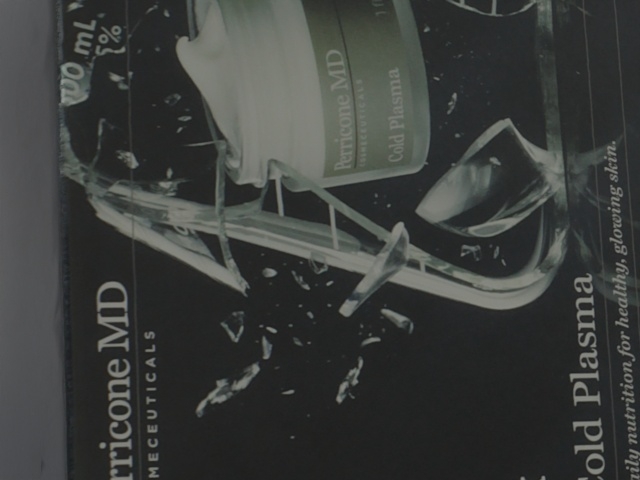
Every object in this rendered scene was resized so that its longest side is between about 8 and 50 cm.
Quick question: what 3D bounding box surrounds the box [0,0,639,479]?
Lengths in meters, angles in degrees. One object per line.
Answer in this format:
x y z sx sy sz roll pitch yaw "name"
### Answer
0.000 0.000 1.347 0.297 0.472 0.480 154 -65 -68 "box"
